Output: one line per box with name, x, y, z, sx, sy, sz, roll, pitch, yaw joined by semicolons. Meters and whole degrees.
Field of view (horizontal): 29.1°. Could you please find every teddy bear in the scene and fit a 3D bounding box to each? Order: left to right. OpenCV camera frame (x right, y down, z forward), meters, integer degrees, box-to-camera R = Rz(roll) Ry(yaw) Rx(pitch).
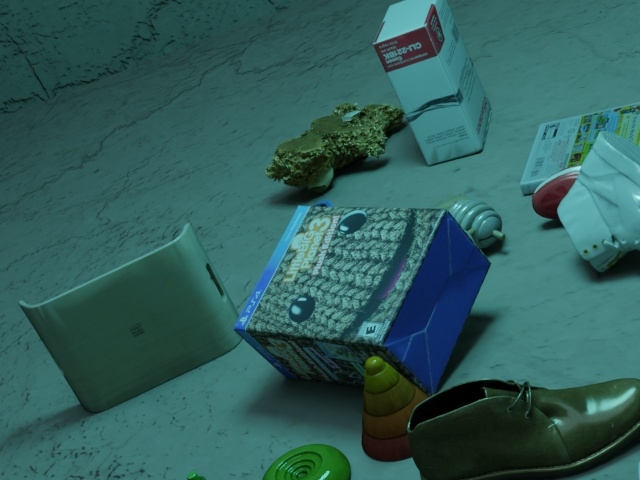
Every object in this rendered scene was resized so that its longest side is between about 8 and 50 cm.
teddy bear;0.037;-0.189;2.479;0.245;0.113;0.338;-5;23;22

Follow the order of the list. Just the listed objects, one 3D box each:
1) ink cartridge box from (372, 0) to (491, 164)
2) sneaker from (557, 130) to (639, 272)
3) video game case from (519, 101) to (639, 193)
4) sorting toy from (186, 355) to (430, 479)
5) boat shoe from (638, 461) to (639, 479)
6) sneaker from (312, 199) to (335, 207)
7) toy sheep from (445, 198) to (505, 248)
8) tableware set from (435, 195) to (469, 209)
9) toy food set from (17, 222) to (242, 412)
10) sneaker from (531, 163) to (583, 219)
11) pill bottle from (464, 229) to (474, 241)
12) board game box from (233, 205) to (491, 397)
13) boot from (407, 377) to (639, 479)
ink cartridge box;0.217;-0.309;2.336;0.114;0.273;0.197;-17;26;23
sneaker;0.464;-0.005;1.743;0.108;0.169;0.292;1;37;-44
video game case;0.462;-0.162;2.122;0.206;0.026;0.227;-11;27;26
sorting toy;-0.018;0.262;1.603;0.366;0.126;0.127;-28;26;-9
boat shoe;0.367;0.287;1.289;0.066;0.063;0.184;-15;26;19
sneaker;0.000;0.000;2.145;0.090;0.081;0.232;-19;26;-5
toy sheep;0.245;-0.023;1.976;0.091;0.091;0.132;-36;42;-23
tableware set;0.198;-0.019;2.082;0.141;0.020;0.168;-23;27;5
toy food set;-0.303;0.125;2.006;0.306;0.219;0.092;-26;25;-2
sneaker;0.425;-0.057;1.880;0.221;0.087;0.128;-14;26;24
pill bottle;0.145;0.019;1.950;0.193;0.108;0.108;3;36;44
board game box;0.060;0.081;1.788;0.291;0.141;0.232;2;55;43
boot;0.252;0.213;1.476;0.305;0.115;0.112;-19;24;9
